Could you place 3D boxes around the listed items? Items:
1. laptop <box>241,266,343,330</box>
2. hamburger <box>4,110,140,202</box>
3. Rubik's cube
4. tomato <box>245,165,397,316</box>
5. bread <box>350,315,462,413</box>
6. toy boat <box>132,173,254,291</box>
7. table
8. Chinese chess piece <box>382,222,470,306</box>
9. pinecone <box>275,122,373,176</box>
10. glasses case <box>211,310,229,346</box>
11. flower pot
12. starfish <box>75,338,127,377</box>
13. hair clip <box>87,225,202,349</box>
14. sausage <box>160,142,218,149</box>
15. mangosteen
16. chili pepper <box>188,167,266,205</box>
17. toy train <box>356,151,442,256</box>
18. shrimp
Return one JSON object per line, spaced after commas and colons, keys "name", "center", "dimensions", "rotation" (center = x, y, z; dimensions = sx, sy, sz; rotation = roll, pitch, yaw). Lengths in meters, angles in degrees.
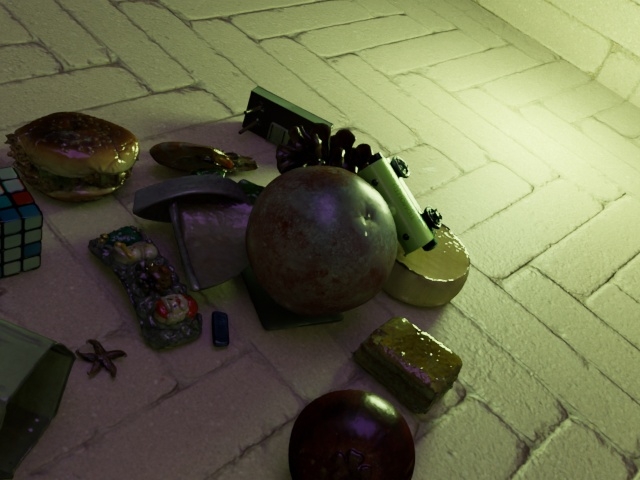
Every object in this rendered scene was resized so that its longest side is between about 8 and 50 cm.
{"name": "laptop", "center": [-0.080, 0.087, 1.556], "dimensions": [0.187, 0.015, 0.269], "rotation": [-5, 46, -27]}
{"name": "hamburger", "center": [-0.554, -0.199, 1.584], "dimensions": [0.286, 0.146, 0.243], "rotation": [-3, 39, -24]}
{"name": "Rubik's cube", "center": [-0.633, -0.027, 1.338], "dimensions": [0.155, 0.154, 0.151], "rotation": [-18, 54, -36]}
{"name": "tomato", "center": [0.000, 0.000, 1.447], "dimensions": [0.316, 0.282, 0.317], "rotation": [18, 58, -33]}
{"name": "bread", "center": [0.178, 0.244, 1.426], "dimensions": [0.196, 0.102, 0.138], "rotation": [40, 41, 23]}
{"name": "toy boat", "center": [-0.235, -0.027, 1.521], "dimensions": [0.276, 0.111, 0.293], "rotation": [-21, 63, -37]}
{"name": "table", "center": [-0.105, -0.296, 1.893], "dimensions": [0.240, 0.122, 0.111], "rotation": [28, 40, 9]}
{"name": "Chinese chess piece", "center": [0.232, 0.043, 1.673], "dimensions": [0.249, 0.103, 0.250], "rotation": [13, 40, -11]}
{"name": "pinecone", "center": [0.017, -0.164, 1.689], "dimensions": [0.244, 0.309, 0.244], "rotation": [-14, 58, 22]}
{"name": "glasses case", "center": [-0.199, 0.178, 1.397], "dimensions": [0.033, 0.023, 0.083], "rotation": [10, 42, -21]}
{"name": "flower pot", "center": [-0.514, 0.227, 1.065], "dimensions": [0.189, 0.209, 0.239], "rotation": [21, 42, 2]}
{"name": "starfish", "center": [-0.393, 0.214, 1.271], "dimensions": [0.078, 0.028, 0.091], "rotation": [-28, 62, -35]}
{"name": "hair clip", "center": [-0.343, 0.069, 1.405], "dimensions": [0.138, 0.091, 0.321], "rotation": [-17, 54, -40]}
{"name": "sausage", "center": [-0.331, -0.226, 1.784], "dimensions": [0.157, 0.036, 0.042], "rotation": [1, 55, -23]}
{"name": "mangosteen", "center": [0.056, 0.352, 1.196], "dimensions": [0.215, 0.215, 0.257], "rotation": [26, 5, 6]}
{"name": "chili pepper", "center": [-0.199, -0.104, 1.673], "dimensions": [0.253, 0.083, 0.099], "rotation": [18, 39, 4]}
{"name": "toy train", "center": [0.173, -0.078, 1.558], "dimensions": [0.253, 0.105, 0.157], "rotation": [59, 27, -1]}
{"name": "shrimp", "center": [-0.272, -0.205, 1.717], "dimensions": [0.287, 0.152, 0.063], "rotation": [2, 78, -29]}
